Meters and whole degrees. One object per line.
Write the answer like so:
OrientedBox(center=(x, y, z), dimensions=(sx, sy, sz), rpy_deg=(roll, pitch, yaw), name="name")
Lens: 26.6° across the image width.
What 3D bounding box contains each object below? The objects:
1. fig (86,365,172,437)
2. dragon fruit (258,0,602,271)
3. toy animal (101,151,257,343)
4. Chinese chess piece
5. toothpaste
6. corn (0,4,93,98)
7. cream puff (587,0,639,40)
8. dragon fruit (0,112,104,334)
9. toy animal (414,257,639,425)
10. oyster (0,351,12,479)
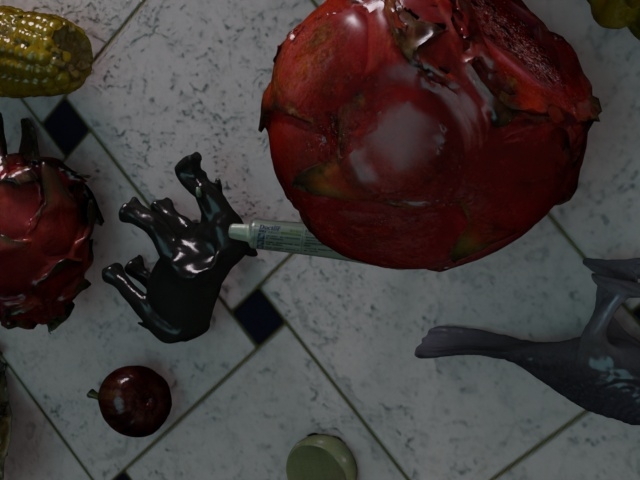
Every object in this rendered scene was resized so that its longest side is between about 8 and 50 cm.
OrientedBox(center=(-0.236, 0.194, 1.638), dimensions=(0.125, 0.088, 0.089), rpy_deg=(-8, 99, 56), name="fig")
OrientedBox(center=(0.095, -0.117, 1.254), dimensions=(0.301, 0.295, 0.296), rpy_deg=(-21, 92, 45), name="dragon fruit")
OrientedBox(center=(-0.153, 0.013, 1.531), dimensions=(0.146, 0.114, 0.245), rpy_deg=(41, 140, 21), name="toy animal")
OrientedBox(center=(0.002, 0.261, 1.540), dimensions=(0.084, 0.034, 0.084), rpy_deg=(8, 108, 26), name="Chinese chess piece")
OrientedBox(center=(0.000, 0.000, 1.444), dimensions=(0.197, 0.029, 0.048), rpy_deg=(6, 107, 1), name="toothpaste")
OrientedBox(center=(-0.428, -0.228, 1.606), dimensions=(0.363, 0.120, 0.120), rpy_deg=(12, 108, 28), name="corn")
OrientedBox(center=(0.287, -0.247, 1.198), dimensions=(0.121, 0.156, 0.156), rpy_deg=(-19, 93, 13), name="cream puff")
OrientedBox(center=(-0.364, -0.018, 1.593), dimensions=(0.192, 0.193, 0.274), rpy_deg=(-10, 97, 61), name="dragon fruit")
OrientedBox(center=(0.271, 0.110, 1.320), dimensions=(0.367, 0.081, 0.206), rpy_deg=(26, 125, 21), name="toy animal")
OrientedBox(center=(-0.517, 0.199, 1.763), dimensions=(0.238, 0.114, 0.351), rpy_deg=(-33, 86, 31), name="oyster")
